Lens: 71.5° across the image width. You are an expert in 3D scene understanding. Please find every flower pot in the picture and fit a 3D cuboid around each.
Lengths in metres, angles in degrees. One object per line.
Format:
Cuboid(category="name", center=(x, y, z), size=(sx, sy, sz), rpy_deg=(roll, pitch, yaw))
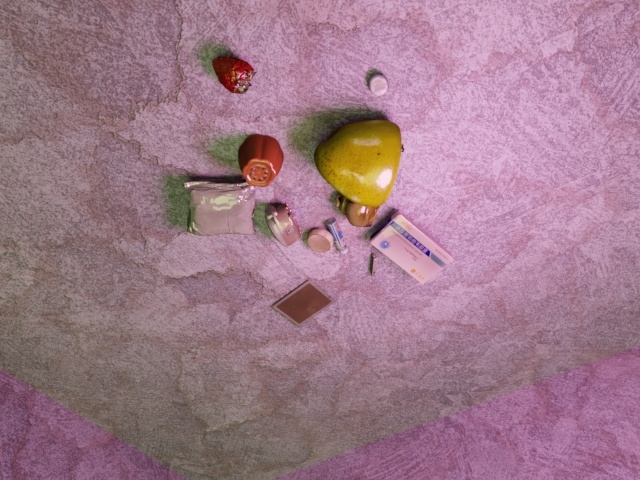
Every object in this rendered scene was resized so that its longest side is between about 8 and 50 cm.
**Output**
Cuboid(category="flower pot", center=(-0.238, -0.306, 1.776), size=(0.191, 0.173, 0.190), rpy_deg=(-3, 126, -4))

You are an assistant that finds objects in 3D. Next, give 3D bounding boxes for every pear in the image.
Cuboid(category="pear", center=(0.134, -0.314, 1.715), size=(0.319, 0.238, 0.341), rpy_deg=(11, 97, -6))

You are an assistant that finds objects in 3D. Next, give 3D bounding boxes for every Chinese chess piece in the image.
Cuboid(category="Chinese chess piece", center=(0.000, 0.000, 2.067), size=(0.122, 0.051, 0.122), rpy_deg=(12, 135, 12))

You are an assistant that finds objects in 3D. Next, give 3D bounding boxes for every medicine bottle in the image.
Cuboid(category="medicine bottle", center=(0.080, -0.018, 2.082), size=(0.051, 0.051, 0.191), rpy_deg=(-18, 126, 9))

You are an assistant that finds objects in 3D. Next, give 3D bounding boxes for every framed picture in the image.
Cuboid(category="framed picture", center=(-0.087, 0.331, 2.344), size=(0.273, 0.016, 0.216), rpy_deg=(-36, 120, 20))

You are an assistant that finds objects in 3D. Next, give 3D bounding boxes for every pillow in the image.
Cuboid(category="pillow", center=(-0.428, -0.134, 1.906), size=(0.311, 0.138, 0.283), rpy_deg=(-2, 127, -7))

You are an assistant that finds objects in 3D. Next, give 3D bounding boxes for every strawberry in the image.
Cuboid(category="strawberry", center=(-0.313, -0.600, 1.603), size=(0.131, 0.148, 0.131), rpy_deg=(-36, 155, -20))

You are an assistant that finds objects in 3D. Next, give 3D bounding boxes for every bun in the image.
Cuboid(category="bun", center=(0.219, -0.588, 1.681), size=(0.084, 0.045, 0.083), rpy_deg=(-1, 123, -2))

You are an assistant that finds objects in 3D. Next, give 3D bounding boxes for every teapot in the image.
Cuboid(category="teapot", center=(0.156, -0.146, 1.945), size=(0.183, 0.173, 0.269), rpy_deg=(22, 156, 21))

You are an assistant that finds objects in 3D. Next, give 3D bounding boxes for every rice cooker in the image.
Cuboid(category="rice cooker", center=(-0.166, -0.072, 1.970), size=(0.127, 0.145, 0.206), rpy_deg=(-23, 122, -3))

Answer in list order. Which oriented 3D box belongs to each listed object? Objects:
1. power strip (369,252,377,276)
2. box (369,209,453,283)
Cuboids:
Cuboid(category="power strip", center=(0.261, 0.116, 2.192), size=(0.019, 0.050, 0.136), rpy_deg=(-4, 125, -7))
Cuboid(category="box", center=(0.416, 0.034, 2.046), size=(0.344, 0.065, 0.200), rpy_deg=(37, 117, -14))
